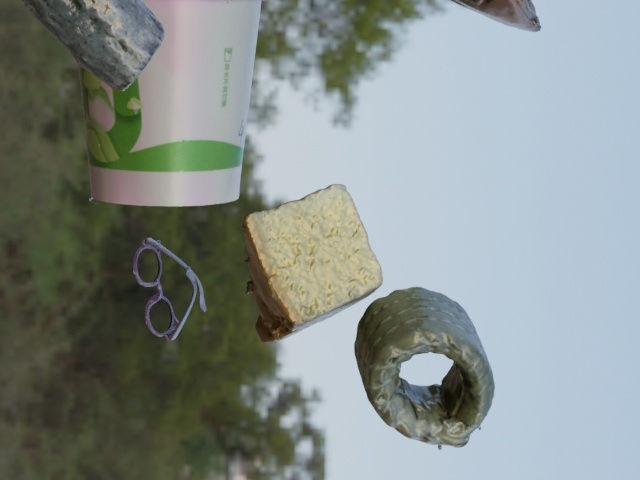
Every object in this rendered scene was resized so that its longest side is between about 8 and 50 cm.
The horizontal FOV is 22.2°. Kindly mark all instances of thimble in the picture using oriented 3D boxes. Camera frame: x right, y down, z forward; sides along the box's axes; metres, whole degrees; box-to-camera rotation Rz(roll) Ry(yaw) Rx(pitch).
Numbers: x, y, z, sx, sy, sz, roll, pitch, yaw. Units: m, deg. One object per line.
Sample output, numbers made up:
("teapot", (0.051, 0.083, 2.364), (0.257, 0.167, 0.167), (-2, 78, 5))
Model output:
("thimble", (0.071, 0.088, 1.099), (0.062, 0.084, 0.110), (-106, 174, -56))

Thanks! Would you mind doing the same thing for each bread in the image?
("bread", (-0.010, 0.015, 1.082), (0.080, 0.084, 0.109), (66, -16, 3))

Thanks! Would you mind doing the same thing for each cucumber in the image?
("cucumber", (-0.150, -0.151, 1.056), (0.112, 0.064, 0.064), (51, -3, -15))

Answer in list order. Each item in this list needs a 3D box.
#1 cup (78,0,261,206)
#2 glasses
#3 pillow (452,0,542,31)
("cup", (-0.193, -0.185, 2.035), (0.253, 0.253, 0.274), (-139, -131, -75))
("glasses", (-0.179, 0.061, 2.106), (0.104, 0.062, 0.140), (-7, -78, 36))
("pillow", (0.098, -0.242, 1.289), (0.049, 0.135, 0.248), (-58, 152, -2))
